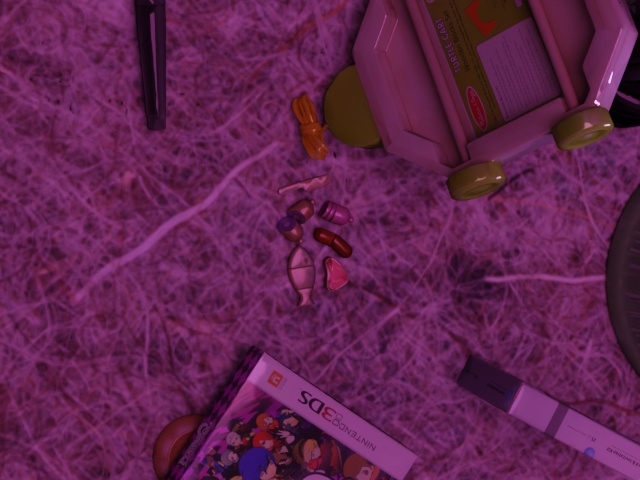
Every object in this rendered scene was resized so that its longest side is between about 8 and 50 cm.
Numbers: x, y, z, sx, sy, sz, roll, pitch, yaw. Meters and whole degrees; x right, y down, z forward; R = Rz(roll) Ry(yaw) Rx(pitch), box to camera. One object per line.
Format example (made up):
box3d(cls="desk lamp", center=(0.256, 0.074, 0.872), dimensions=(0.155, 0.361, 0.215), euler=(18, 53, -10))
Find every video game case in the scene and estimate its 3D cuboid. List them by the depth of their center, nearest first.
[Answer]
box3d(cls="video game case", center=(-0.046, 0.254, 1.911), dimensions=(0.210, 0.042, 0.232), euler=(36, 84, -23))

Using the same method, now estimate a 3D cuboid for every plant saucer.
box3d(cls="plant saucer", center=(-0.124, 0.214, 1.906), dimensions=(0.083, 0.015, 0.083), euler=(-2, 96, -16))

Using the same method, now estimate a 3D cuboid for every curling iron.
box3d(cls="curling iron", center=(-0.176, -0.240, 1.836), dimensions=(0.068, 0.035, 0.274), euler=(-9, 103, 5))

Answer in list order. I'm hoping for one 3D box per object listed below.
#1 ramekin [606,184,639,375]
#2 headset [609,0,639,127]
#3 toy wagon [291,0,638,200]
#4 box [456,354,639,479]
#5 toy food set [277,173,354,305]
box3d(cls="ramekin", center=(0.464, 0.045, 1.999), dimensions=(0.303, 0.148, 0.303), euler=(-2, 96, -17))
box3d(cls="headset", center=(0.317, -0.221, 1.897), dimensions=(0.394, 0.243, 0.185), euler=(16, 80, 7))
box3d(cls="toy wagon", center=(0.127, -0.175, 1.843), dimensions=(0.068, 0.344, 0.267), euler=(5, 63, -57))
box3d(cls="box", center=(0.244, 0.183, 1.949), dimensions=(0.186, 0.145, 0.038), euler=(27, 90, -18))
box3d(cls="toy food set", center=(0.000, 0.000, 1.920), dimensions=(0.078, 0.019, 0.122), euler=(-17, 100, -15))
